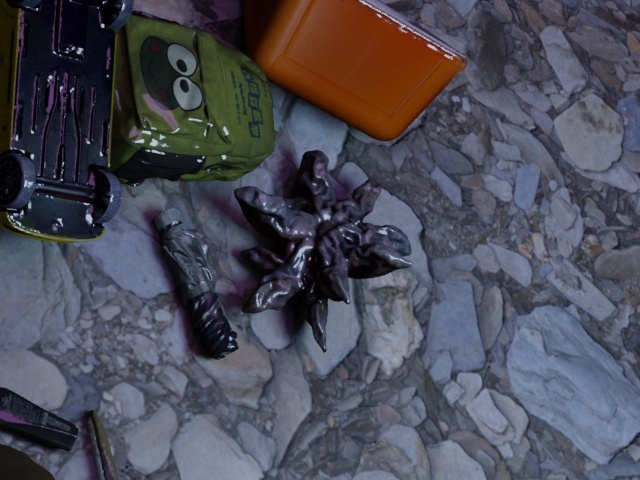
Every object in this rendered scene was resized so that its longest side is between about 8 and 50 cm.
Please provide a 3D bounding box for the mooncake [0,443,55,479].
[{"bbox_3d":[-0.354,0.300,1.705,0.228,0.124,0.228,13,38,-11],"label":"mooncake"}]

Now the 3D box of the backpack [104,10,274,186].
[{"bbox_3d":[-0.172,-0.160,2.083,0.253,0.140,0.207,7,64,-41],"label":"backpack"}]

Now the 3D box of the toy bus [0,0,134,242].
[{"bbox_3d":[-0.310,-0.163,1.941,0.145,0.151,0.331,10,80,-46],"label":"toy bus"}]

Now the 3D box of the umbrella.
[{"bbox_3d":[-0.144,0.050,2.053,0.050,0.046,0.188,-10,68,-41],"label":"umbrella"}]

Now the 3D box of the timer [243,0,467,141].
[{"bbox_3d":[0.029,-0.277,2.261,0.257,0.161,0.250,27,25,-20],"label":"timer"}]

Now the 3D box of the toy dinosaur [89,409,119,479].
[{"bbox_3d":[-0.215,0.322,1.850,0.199,0.072,0.251,33,62,-4],"label":"toy dinosaur"}]

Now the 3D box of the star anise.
[{"bbox_3d":[0.004,0.001,2.136,0.212,0.129,0.282,41,44,12],"label":"star anise"}]

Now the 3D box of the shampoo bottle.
[{"bbox_3d":[-0.324,0.185,1.869,0.137,0.027,0.048,27,41,-21],"label":"shampoo bottle"}]
